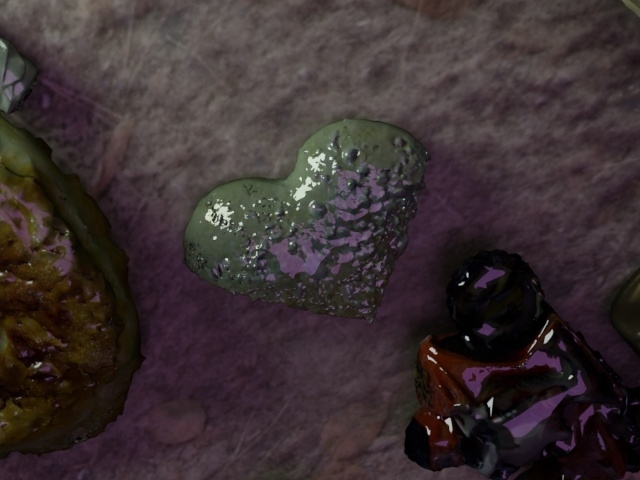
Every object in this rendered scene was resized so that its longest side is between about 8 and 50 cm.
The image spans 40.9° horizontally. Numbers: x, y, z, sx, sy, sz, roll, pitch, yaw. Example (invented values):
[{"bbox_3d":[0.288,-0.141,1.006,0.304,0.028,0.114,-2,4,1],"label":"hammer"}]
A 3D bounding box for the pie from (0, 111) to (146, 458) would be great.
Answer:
[{"bbox_3d":[-0.296,0.051,0.694,0.288,0.103,0.355,-23,116,8],"label":"pie"}]

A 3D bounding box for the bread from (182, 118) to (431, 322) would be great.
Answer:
[{"bbox_3d":[0.000,0.000,0.738,0.232,0.064,0.172,-26,109,4],"label":"bread"}]

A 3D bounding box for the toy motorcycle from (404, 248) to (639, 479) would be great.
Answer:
[{"bbox_3d":[0.222,0.195,0.802,0.401,0.134,0.207,42,101,-18],"label":"toy motorcycle"}]

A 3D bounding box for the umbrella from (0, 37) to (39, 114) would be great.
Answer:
[{"bbox_3d":[-0.283,-0.153,0.649,0.143,0.062,0.067,33,134,-18],"label":"umbrella"}]

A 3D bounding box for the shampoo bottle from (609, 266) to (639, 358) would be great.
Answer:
[{"bbox_3d":[0.433,0.144,0.838,0.350,0.084,0.125,39,99,-19],"label":"shampoo bottle"}]

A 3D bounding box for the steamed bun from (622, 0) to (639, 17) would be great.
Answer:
[{"bbox_3d":[0.303,-0.266,0.515,0.456,0.371,0.290,26,103,-26],"label":"steamed bun"}]
